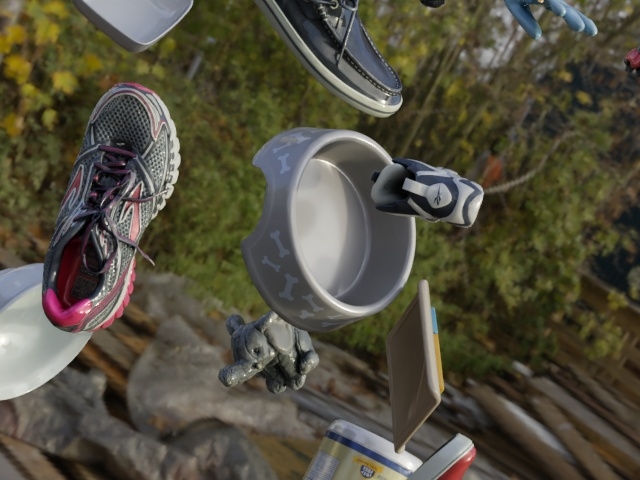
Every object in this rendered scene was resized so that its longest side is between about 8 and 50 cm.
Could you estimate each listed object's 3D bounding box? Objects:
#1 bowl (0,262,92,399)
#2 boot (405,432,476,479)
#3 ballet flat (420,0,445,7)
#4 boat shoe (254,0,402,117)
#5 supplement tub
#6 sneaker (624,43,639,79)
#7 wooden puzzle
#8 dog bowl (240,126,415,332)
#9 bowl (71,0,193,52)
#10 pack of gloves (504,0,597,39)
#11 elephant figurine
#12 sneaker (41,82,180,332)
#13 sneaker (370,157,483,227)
[{"bbox_3d":[-0.569,0.147,1.915,0.134,0.298,0.298,39,13,24],"label":"bowl"},{"bbox_3d":[0.168,0.373,1.288,0.176,0.244,0.088,42,34,20],"label":"boot"},{"bbox_3d":[0.221,-0.495,1.973,0.049,0.058,0.173,6,28,5],"label":"ballet flat"},{"bbox_3d":[0.000,-0.418,1.728,0.500,0.156,0.187,50,26,-20],"label":"boat shoe"},{"bbox_3d":[0.058,0.564,2.145,0.228,0.316,0.228,26,-12,6],"label":"supplement tub"},{"bbox_3d":[0.673,-0.313,1.808,0.097,0.135,0.276,5,28,-40],"label":"sneaker"},{"bbox_3d":[0.161,0.217,1.720,0.044,0.239,0.221,5,55,-10],"label":"wooden puzzle"},{"bbox_3d":[0.026,-0.024,1.680,0.102,0.349,0.348,-8,-20,43],"label":"dog bowl"},{"bbox_3d":[-0.262,-0.325,1.388,0.142,0.053,0.142,40,52,-4],"label":"bowl"},{"bbox_3d":[0.155,-0.262,1.007,0.195,0.046,0.232,14,26,-38],"label":"pack of gloves"},{"bbox_3d":[-0.117,0.204,2.032,0.186,0.169,0.239,49,8,38],"label":"elephant figurine"},{"bbox_3d":[-0.243,-0.036,1.177,0.120,0.299,0.112,12,-2,3],"label":"sneaker"},{"bbox_3d":[0.138,-0.083,1.578,0.153,0.094,0.235,19,9,-17],"label":"sneaker"}]
